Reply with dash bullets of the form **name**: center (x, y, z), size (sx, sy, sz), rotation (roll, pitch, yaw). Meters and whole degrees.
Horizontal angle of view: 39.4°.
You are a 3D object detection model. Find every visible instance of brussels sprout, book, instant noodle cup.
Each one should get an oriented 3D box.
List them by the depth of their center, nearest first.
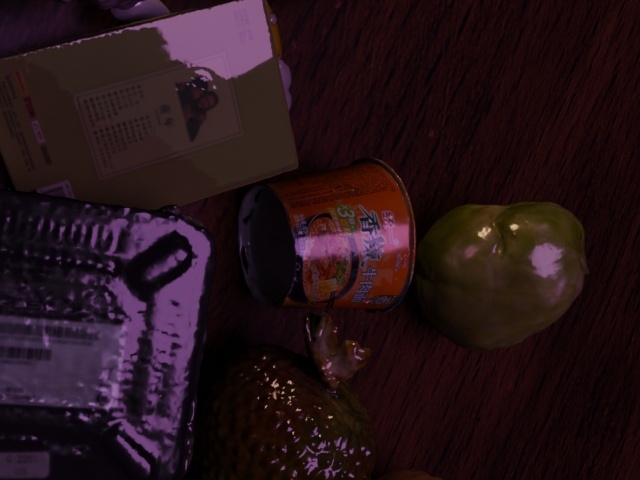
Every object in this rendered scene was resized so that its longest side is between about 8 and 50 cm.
- **book**: center (-0.210, -0.145, 1.090), size (0.352, 0.035, 0.239), rotation (-19, 117, -16)
- **instant noodle cup**: center (0.000, 0.000, 1.263), size (0.182, 0.230, 0.230), rotation (-5, 100, -31)
- **brussels sprout**: center (0.290, 0.053, 1.491), size (0.273, 0.316, 0.243), rotation (-22, 78, -18)

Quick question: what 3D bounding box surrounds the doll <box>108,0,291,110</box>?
- **doll**: center (-0.140, -0.228, 1.172), size (0.237, 0.111, 0.252), rotation (-30, 117, -33)

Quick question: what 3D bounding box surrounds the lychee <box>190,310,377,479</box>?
- **lychee**: center (-0.049, 0.266, 1.219), size (0.270, 0.270, 0.320), rotation (44, 72, -35)

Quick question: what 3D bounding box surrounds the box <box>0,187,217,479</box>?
- **box**: center (-0.299, 0.119, 0.982), size (0.359, 0.091, 0.350), rotation (7, 91, -16)

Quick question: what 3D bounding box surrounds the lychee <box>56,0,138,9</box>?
- **lychee**: center (-0.240, -0.417, 0.871), size (0.432, 0.380, 0.380), rotation (19, 81, 3)

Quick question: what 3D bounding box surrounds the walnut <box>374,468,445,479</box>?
- **walnut**: center (0.131, 0.521, 1.397), size (0.332, 0.332, 0.333), rotation (-7, 100, -40)
